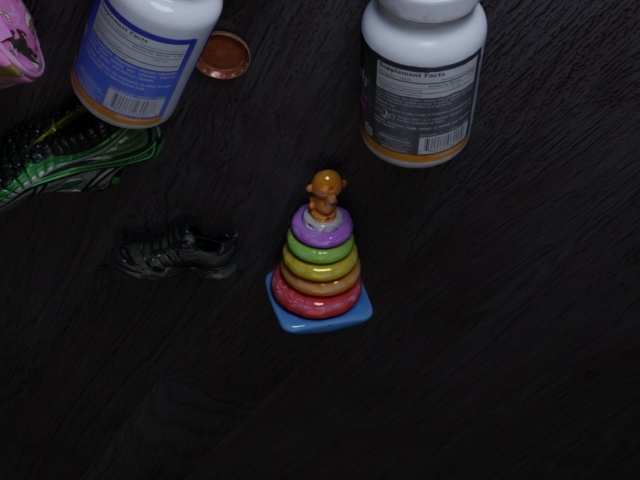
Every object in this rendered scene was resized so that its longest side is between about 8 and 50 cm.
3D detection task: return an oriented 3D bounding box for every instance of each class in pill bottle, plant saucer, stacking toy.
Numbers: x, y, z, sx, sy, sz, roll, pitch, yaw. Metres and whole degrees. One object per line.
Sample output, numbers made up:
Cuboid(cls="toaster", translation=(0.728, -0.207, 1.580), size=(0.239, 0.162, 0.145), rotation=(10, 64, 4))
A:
Cuboid(cls="pill bottle", translation=(-0.214, -0.282, 1.135), size=(0.152, 0.152, 0.272), rotation=(16, 139, -19))
Cuboid(cls="plant saucer", translation=(-0.141, -0.264, 1.268), size=(0.083, 0.013, 0.083), rotation=(0, 141, 0))
Cuboid(cls="pill bottle", translation=(0.133, -0.241, 1.176), size=(0.162, 0.162, 0.278), rotation=(0, 141, 1))
Cuboid(cls="stacking toy", translation=(0.000, 0.000, 1.516), size=(0.175, 0.166, 0.302), rotation=(-9, 133, -13))

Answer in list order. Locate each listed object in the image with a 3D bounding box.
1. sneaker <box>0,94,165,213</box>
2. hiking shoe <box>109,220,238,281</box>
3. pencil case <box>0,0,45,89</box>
Cuboid(cls="sneaker", translation=(-0.392, -0.110, 1.372), size=(0.343, 0.134, 0.146), rotation=(-20, 138, 24))
Cuboid(cls="hiking shoe", translation=(-0.257, 0.007, 1.580), size=(0.226, 0.086, 0.114), rotation=(1, 129, -10))
Cuboid(cls="pencil case", translation=(-0.563, -0.228, 1.160), size=(0.386, 0.160, 0.167), rotation=(-16, 142, 6))
